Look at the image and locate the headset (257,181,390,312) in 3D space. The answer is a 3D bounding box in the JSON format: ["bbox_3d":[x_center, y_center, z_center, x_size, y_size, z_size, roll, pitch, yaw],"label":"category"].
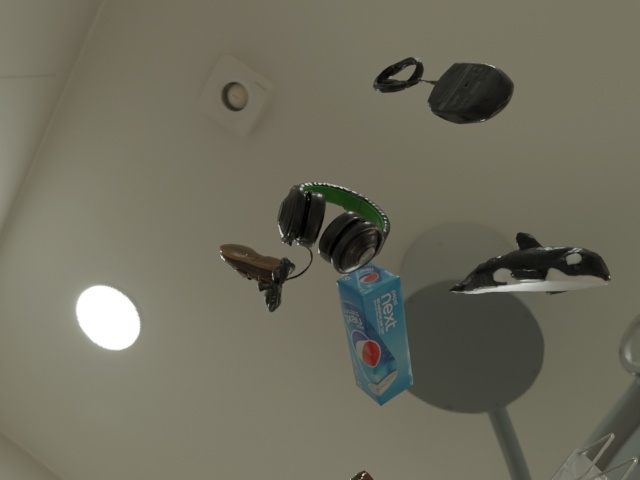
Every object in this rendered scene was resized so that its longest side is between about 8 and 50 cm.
[{"bbox_3d":[0.000,0.000,1.137,0.243,0.394,0.185,28,-59,12],"label":"headset"}]

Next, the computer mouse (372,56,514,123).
[{"bbox_3d":[0.139,-0.179,0.626,0.041,0.242,0.071,33,-85,-32],"label":"computer mouse"}]

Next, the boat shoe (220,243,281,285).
[{"bbox_3d":[-0.171,0.065,1.269,0.207,0.073,0.073,21,-62,38],"label":"boat shoe"}]

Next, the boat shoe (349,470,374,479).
[{"bbox_3d":[0.113,0.448,0.837,0.178,0.060,0.064,46,-42,7],"label":"boat shoe"}]

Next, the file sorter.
[{"bbox_3d":[0.695,0.623,1.193,0.278,0.192,0.173,47,-36,22],"label":"file sorter"}]

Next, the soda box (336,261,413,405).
[{"bbox_3d":[0.086,0.145,0.801,0.067,0.071,0.210,28,-43,52],"label":"soda box"}]

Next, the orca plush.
[{"bbox_3d":[0.371,0.040,0.949,0.151,0.287,0.102,12,-106,-22],"label":"orca plush"}]
